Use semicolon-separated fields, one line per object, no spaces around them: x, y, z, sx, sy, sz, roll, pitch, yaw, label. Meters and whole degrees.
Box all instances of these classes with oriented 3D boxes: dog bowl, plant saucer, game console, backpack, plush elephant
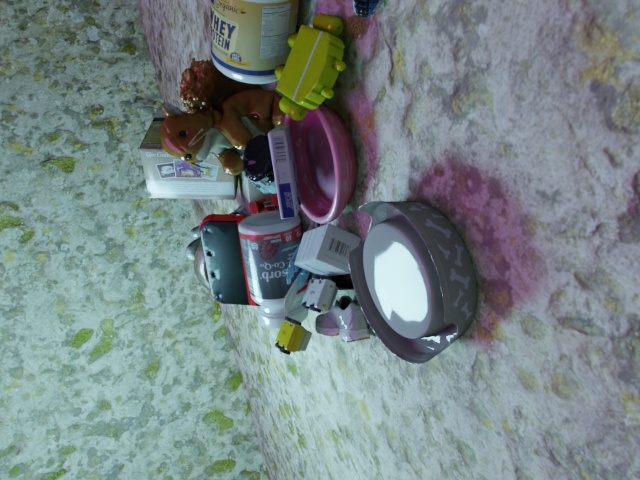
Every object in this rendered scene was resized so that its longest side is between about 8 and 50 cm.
0.185;0.076;1.039;0.349;0.102;0.349;46;144;50;dog bowl
-0.358;0.100;2.022;0.050;0.310;0.311;-126;29;-60;plant saucer
-0.283;0.083;1.897;0.060;0.341;0.387;-69;-22;-61;game console
-0.152;-0.213;1.463;0.182;0.115;0.152;36;-128;-62;backpack
0.001;-0.213;1.304;0.332;0.084;0.332;47;145;49;plant saucer
-0.385;0.021;2.149;0.256;0.329;0.272;59;177;-23;plush elephant

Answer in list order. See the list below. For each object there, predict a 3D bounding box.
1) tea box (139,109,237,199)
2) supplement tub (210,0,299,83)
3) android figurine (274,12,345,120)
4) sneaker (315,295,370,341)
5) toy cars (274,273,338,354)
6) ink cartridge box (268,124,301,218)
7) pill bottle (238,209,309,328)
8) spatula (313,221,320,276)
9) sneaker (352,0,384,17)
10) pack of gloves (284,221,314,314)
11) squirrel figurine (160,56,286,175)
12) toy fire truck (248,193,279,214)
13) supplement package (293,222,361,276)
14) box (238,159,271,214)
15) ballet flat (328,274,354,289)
-0.480;-0.333;1.898;0.324;0.328;0.220;-93;5;-52;tea box
-0.169;-0.598;1.272;0.228;0.228;0.316;59;152;33;supplement tub
-0.025;-0.407;1.162;0.273;0.056;0.248;45;116;51;android figurine
0.062;0.218;1.443;0.262;0.099;0.121;-6;87;62;sneaker
-0.032;0.226;1.441;0.177;0.087;0.394;-82;19;-49;toy cars
-0.088;-0.191;1.313;0.224;0.045;0.224;-86;-11;-72;ink cartridge box
-0.146;0.096;1.671;0.210;0.210;0.363;28;129;60;pill bottle
0.000;0.000;1.505;0.084;0.030;0.297;29;130;58;spatula
0.089;-0.530;0.943;0.083;0.071;0.191;-129;40;-55;sneaker
-0.048;0.089;1.518;0.046;0.232;0.195;14;130;14;pack of gloves
-0.330;-0.379;1.574;0.281;0.370;0.397;111;142;-55;squirrel figurine
-0.178;-0.129;1.742;0.192;0.135;0.047;-16;-89;-79;toy fire truck
0.015;0.031;1.348;0.179;0.105;0.105;-18;51;67;supplement package
-0.247;-0.245;1.834;0.113;0.094;0.275;45;143;50;box
0.070;0.103;1.372;0.250;0.058;0.084;-20;86;67;ballet flat
